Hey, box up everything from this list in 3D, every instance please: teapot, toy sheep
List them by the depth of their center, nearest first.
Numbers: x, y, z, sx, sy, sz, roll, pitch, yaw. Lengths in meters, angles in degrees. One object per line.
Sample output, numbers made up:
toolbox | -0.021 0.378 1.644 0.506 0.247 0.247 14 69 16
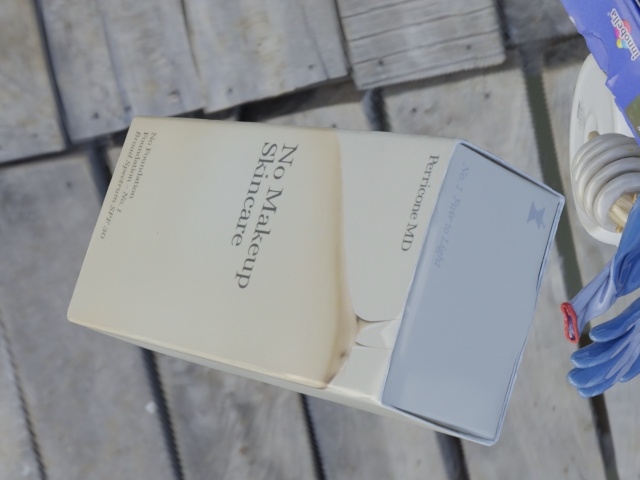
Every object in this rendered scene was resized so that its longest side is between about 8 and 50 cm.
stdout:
toy sheep | 0.267 -0.053 1.200 0.091 0.132 0.091 -8 128 -10
teapot | 0.401 -0.107 1.554 0.187 0.256 0.253 0 78 -4

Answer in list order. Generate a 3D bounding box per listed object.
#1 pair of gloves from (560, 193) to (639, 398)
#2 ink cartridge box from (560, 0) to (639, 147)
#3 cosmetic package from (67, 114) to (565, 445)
pair of gloves | 0.225 0.027 0.930 0.159 0.198 0.023 -42 56 -10
ink cartridge box | 0.375 -0.205 1.209 0.151 0.395 0.270 -48 57 48
cosmetic package | -0.015 0.015 0.865 0.309 0.113 0.160 7 77 47
